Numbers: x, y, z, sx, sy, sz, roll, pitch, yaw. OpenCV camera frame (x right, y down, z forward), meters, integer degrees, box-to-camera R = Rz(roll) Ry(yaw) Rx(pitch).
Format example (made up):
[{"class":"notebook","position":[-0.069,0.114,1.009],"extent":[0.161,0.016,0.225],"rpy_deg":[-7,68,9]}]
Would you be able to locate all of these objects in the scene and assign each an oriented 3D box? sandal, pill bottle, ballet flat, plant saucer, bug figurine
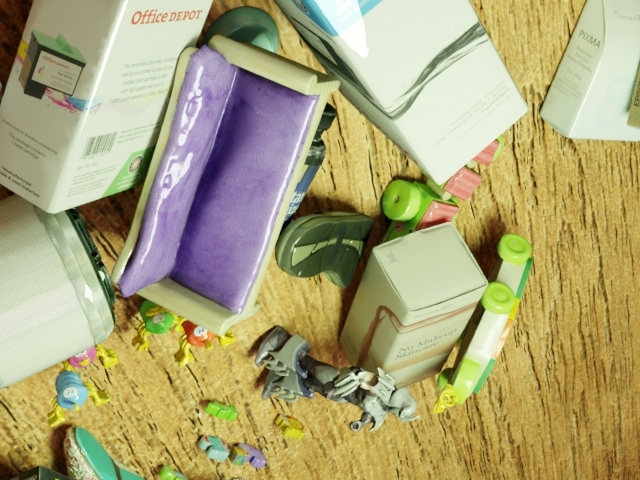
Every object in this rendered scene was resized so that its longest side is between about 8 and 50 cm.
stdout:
[{"class":"sandal","position":[0.000,-0.001,1.742],"extent":[0.303,0.086,0.120],"rpy_deg":[16,98,-66]},{"class":"pill bottle","position":[-0.068,-0.106,1.621],"extent":[0.123,0.123,0.219],"rpy_deg":[12,115,-40]},{"class":"ballet flat","position":[-0.349,0.378,1.830],"extent":[0.077,0.091,0.241],"rpy_deg":[-30,134,7]},{"class":"plant saucer","position":[-0.104,-0.254,1.554],"extent":[0.119,0.021,0.119],"rpy_deg":[-18,131,-22]},{"class":"bug figurine","position":[-0.270,0.151,1.620],"extent":[0.279,0.216,0.072],"rpy_deg":[-25,111,-16]}]

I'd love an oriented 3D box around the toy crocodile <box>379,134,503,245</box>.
[{"class":"toy crocodile","position":[0.201,-0.097,1.823],"extent":[0.115,0.105,0.340],"rpy_deg":[16,113,-41]}]

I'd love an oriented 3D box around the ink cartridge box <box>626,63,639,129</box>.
[{"class":"ink cartridge box","position":[0.608,-0.283,1.861],"extent":[0.193,0.088,0.234],"rpy_deg":[1,106,-37]}]

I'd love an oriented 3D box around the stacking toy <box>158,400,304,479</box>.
[{"class":"stacking toy","position":[-0.151,0.357,1.974],"extent":[0.221,0.052,0.167],"rpy_deg":[23,108,-40]}]

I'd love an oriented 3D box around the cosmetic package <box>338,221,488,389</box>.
[{"class":"cosmetic package","position":[0.143,0.119,1.866],"extent":[0.153,0.129,0.296],"rpy_deg":[-18,151,-20]}]

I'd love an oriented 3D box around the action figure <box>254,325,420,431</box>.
[{"class":"action figure","position":[0.034,0.236,1.841],"extent":[0.099,0.285,0.185],"rpy_deg":[-57,146,-26]}]

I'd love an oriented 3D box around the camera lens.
[{"class":"camera lens","position":[-0.411,0.072,1.453],"extent":[0.274,0.219,0.219],"rpy_deg":[-25,133,-16]}]

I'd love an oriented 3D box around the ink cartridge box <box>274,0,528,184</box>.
[{"class":"ink cartridge box","position":[0.061,-0.293,1.447],"extent":[0.166,0.285,0.395],"rpy_deg":[-41,135,1]}]

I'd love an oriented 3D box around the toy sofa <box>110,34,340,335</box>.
[{"class":"toy sofa","position":[-0.122,-0.069,1.486],"extent":[0.177,0.150,0.362],"rpy_deg":[-21,134,-67]}]

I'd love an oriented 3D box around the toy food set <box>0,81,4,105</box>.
[{"class":"toy food set","position":[-0.417,-0.217,1.297],"extent":[0.232,0.111,0.104],"rpy_deg":[53,53,-67]}]

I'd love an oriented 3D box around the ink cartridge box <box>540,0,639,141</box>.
[{"class":"ink cartridge box","position":[0.559,-0.345,1.890],"extent":[0.308,0.091,0.385],"rpy_deg":[0,124,-34]}]

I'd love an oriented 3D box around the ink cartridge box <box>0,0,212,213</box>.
[{"class":"ink cartridge box","position":[-0.261,-0.192,1.369],"extent":[0.201,0.117,0.278],"rpy_deg":[-29,147,-63]}]

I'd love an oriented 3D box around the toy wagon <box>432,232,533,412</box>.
[{"class":"toy wagon","position":[0.268,0.160,1.943],"extent":[0.267,0.068,0.344],"rpy_deg":[108,6,-47]}]

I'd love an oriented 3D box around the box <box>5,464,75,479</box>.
[{"class":"box","position":[-0.435,0.419,1.776],"extent":[0.191,0.045,0.184],"rpy_deg":[-25,143,21]}]
